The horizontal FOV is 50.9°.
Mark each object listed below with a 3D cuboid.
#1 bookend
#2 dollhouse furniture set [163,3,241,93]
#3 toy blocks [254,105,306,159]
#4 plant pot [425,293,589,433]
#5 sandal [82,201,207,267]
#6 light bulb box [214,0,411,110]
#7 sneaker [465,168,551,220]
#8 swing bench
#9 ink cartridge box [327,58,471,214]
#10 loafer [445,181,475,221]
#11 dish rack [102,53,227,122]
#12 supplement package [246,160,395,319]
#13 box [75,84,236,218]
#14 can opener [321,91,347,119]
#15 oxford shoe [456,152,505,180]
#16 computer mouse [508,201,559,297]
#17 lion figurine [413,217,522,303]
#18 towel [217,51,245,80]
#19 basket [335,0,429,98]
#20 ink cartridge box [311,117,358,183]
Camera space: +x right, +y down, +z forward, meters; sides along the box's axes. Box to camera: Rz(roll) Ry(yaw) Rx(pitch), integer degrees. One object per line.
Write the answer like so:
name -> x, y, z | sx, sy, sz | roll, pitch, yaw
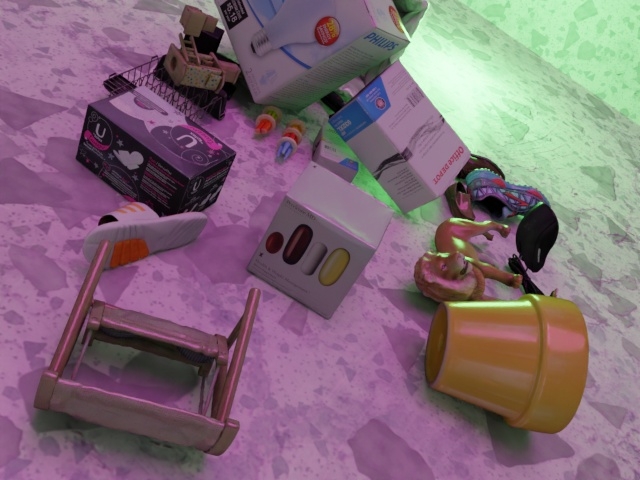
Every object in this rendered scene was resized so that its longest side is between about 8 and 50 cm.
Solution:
bookend -> -0.266, -0.460, 1.674 | 0.156, 0.157, 0.072 | 25, 37, -7
dollhouse furniture set -> -0.236, -0.427, 1.534 | 0.182, 0.161, 0.101 | 1, 42, -39
toy blocks -> -0.107, -0.258, 1.637 | 0.123, 0.054, 0.148 | 27, 37, -6
plant pot -> 0.332, 0.213, 1.257 | 0.239, 0.254, 0.254 | 11, 39, -2
sandal -> -0.319, -0.022, 1.192 | 0.076, 0.102, 0.265 | 45, 30, 20
light bulb box -> -0.031, -0.567, 1.667 | 0.225, 0.361, 0.358 | -11, 77, -61
sneaker -> 0.515, -0.094, 1.864 | 0.261, 0.104, 0.125 | 19, 55, -9
swing bench -> -0.243, 0.171, 0.965 | 0.253, 0.165, 0.255 | 21, 43, -14
ink cartridge box -> 0.203, -0.256, 1.672 | 0.307, 0.129, 0.223 | 50, 50, -9
loafer -> 0.375, -0.102, 1.792 | 0.056, 0.050, 0.148 | 7, 43, -28
dish rack -> -0.354, -0.327, 1.536 | 0.208, 0.074, 0.271 | 34, 38, 7
supplement package -> 0.000, 0.000, 1.289 | 0.194, 0.203, 0.149 | 31, 36, 1
box -> -0.319, -0.168, 1.313 | 0.247, 0.142, 0.163 | 37, 37, 8
can opener -> 0.045, -0.376, 1.873 | 0.073, 0.059, 0.186 | -5, 50, -37
oxford shoe -> 0.426, -0.203, 1.936 | 0.227, 0.083, 0.096 | 26, 56, -7
computer mouse -> 0.500, 0.049, 1.565 | 0.060, 0.262, 0.184 | -13, 55, -13
lion figurine -> 0.324, 0.039, 1.552 | 0.240, 0.142, 0.392 | 19, 24, -3
towel -> -0.228, -0.455, 1.778 | 0.148, 0.027, 0.110 | 29, 13, -6
basket -> 0.089, -0.610, 1.930 | 0.328, 0.331, 0.266 | 29, 19, -4
ink cartridge box -> 0.038, -0.222, 1.688 | 0.104, 0.061, 0.181 | 21, 38, -13
